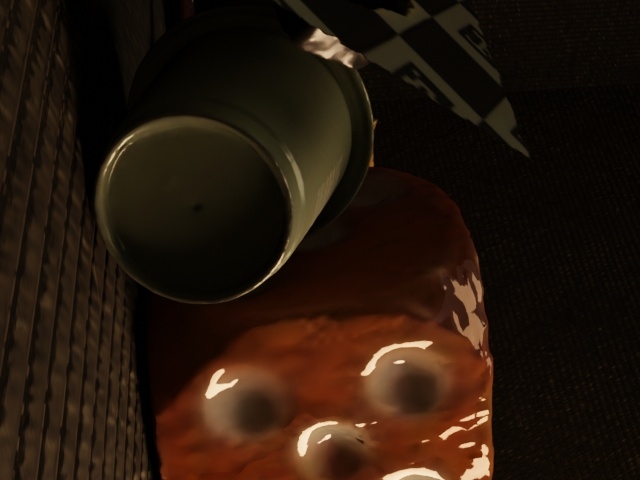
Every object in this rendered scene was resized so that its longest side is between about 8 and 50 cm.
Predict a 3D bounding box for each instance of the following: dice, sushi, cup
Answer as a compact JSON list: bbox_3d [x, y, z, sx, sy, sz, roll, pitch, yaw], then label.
[{"bbox_3d":[-0.004,0.069,0.548,0.174,0.179,0.174,-97,179,-61],"label":"dice"},{"bbox_3d":[-0.026,-0.138,0.430,0.047,0.220,0.231,-45,-147,31],"label":"sushi"},{"bbox_3d":[-0.039,-0.033,0.425,0.141,0.120,0.120,-76,165,-64],"label":"cup"}]

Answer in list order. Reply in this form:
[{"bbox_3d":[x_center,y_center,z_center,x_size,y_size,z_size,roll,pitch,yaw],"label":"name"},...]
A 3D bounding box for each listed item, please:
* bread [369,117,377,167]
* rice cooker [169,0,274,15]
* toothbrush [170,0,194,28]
[{"bbox_3d":[-0.031,0.019,0.721,0.143,0.140,0.228,-177,-90,-88],"label":"bread"},{"bbox_3d":[-0.049,-0.184,0.768,0.118,0.142,0.203,-150,-125,-72],"label":"rice cooker"},{"bbox_3d":[-0.100,-0.265,0.683,0.041,0.041,0.364,91,-6,-64],"label":"toothbrush"}]
